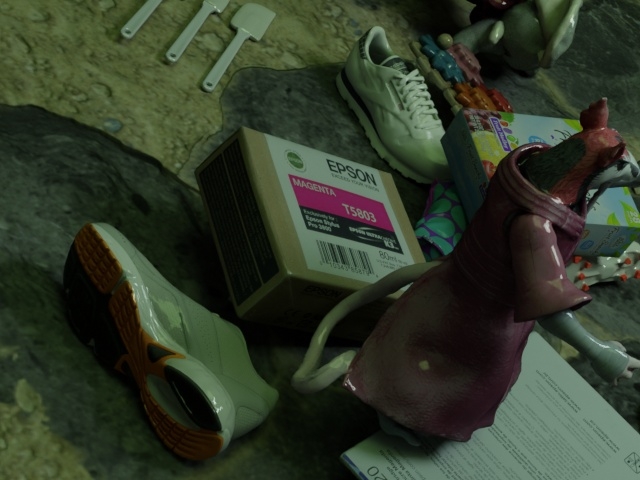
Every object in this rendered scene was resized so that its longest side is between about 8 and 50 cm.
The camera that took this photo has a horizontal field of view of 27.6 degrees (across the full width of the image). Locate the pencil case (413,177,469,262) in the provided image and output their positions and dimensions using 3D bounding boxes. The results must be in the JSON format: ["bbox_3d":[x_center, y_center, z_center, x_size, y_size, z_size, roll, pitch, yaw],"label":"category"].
[{"bbox_3d":[0.139,-0.014,1.552,0.070,0.064,0.151,36,38,1],"label":"pencil case"}]

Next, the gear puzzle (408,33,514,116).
[{"bbox_3d":[0.249,-0.140,1.716,0.339,0.044,0.175,55,23,10],"label":"gear puzzle"}]

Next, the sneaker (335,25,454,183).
[{"bbox_3d":[0.107,-0.171,1.683,0.090,0.095,0.235,-13,56,-43],"label":"sneaker"}]

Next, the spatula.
[{"bbox_3d":[-0.165,-0.285,1.700,0.168,0.019,0.242,33,39,-6],"label":"spatula"}]

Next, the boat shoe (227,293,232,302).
[{"bbox_3d":[-0.059,0.025,1.396,0.040,0.049,0.142,30,36,-1],"label":"boat shoe"}]

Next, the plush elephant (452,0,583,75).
[{"bbox_3d":[0.259,-0.351,1.886,0.330,0.272,0.255,-7,84,3],"label":"plush elephant"}]

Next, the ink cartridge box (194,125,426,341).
[{"bbox_3d":[0.000,0.000,1.374,0.235,0.088,0.193,13,47,-42],"label":"ink cartridge box"}]

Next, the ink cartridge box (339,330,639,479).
[{"bbox_3d":[0.219,0.275,1.282,0.330,0.071,0.324,-25,63,-40],"label":"ink cartridge box"}]

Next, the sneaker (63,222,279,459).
[{"bbox_3d":[-0.143,0.088,1.249,0.121,0.099,0.262,-15,63,-51],"label":"sneaker"}]

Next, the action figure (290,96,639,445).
[{"bbox_3d":[0.167,0.007,1.197,0.276,0.370,0.248,21,39,-1],"label":"action figure"}]

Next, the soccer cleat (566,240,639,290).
[{"bbox_3d":[0.324,0.025,1.636,0.196,0.068,0.076,-5,29,-33],"label":"soccer cleat"}]

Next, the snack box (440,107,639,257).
[{"bbox_3d":[0.268,-0.070,1.582,0.207,0.070,0.174,4,51,-26],"label":"snack box"}]
